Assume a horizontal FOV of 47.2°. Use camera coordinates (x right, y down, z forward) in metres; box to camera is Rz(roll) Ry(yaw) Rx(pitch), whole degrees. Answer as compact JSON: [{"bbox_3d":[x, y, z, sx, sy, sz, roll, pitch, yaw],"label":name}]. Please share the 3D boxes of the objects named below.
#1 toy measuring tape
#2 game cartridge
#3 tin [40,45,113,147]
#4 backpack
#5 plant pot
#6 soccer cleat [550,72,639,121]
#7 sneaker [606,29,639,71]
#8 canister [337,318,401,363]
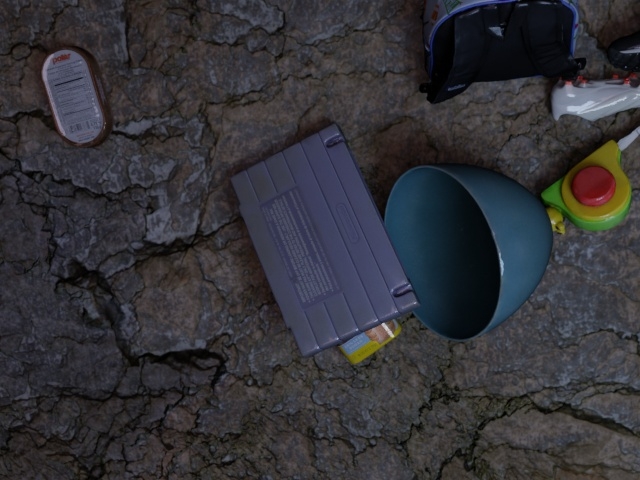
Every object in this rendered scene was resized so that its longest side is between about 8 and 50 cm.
[{"bbox_3d":[0.514,-0.112,1.228,0.330,0.121,0.121,-37,94,6],"label":"toy measuring tape"},{"bbox_3d":[0.000,0.000,1.280,0.230,0.068,0.355,-27,74,15],"label":"game cartridge"},{"bbox_3d":[-0.448,-0.264,1.349,0.106,0.040,0.189,-14,98,4],"label":"tin"},{"bbox_3d":[0.278,-0.356,1.136,0.277,0.263,0.213,-10,83,8],"label":"backpack"},{"bbox_3d":[0.268,0.001,1.219,0.195,0.290,0.290,-14,100,-28],"label":"plant pot"},{"bbox_3d":[0.488,-0.239,1.238,0.196,0.068,0.076,1,120,5],"label":"soccer cleat"},{"bbox_3d":[0.603,-0.362,1.194,0.283,0.107,0.124,-11,84,5],"label":"sneaker"},{"bbox_3d":[0.054,0.127,1.343,0.126,0.073,0.170,-37,96,11],"label":"canister"}]
